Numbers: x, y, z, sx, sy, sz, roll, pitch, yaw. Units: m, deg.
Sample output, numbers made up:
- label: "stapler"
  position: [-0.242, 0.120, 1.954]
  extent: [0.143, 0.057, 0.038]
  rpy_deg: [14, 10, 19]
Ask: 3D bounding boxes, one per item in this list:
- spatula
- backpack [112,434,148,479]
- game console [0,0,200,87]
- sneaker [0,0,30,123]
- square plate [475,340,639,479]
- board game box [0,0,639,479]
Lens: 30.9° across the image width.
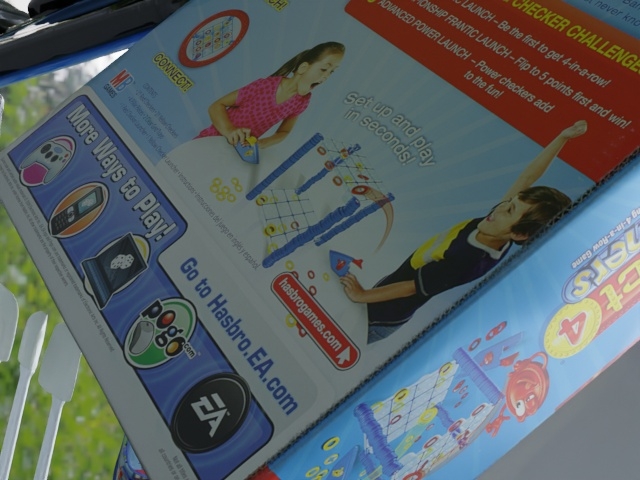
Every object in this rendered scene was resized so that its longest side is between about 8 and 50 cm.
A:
- label: "spatula"
  position: [-0.348, 0.190, 1.334]
  extent: [0.168, 0.019, 0.242]
  rpy_deg: [23, -77, 31]
- label: "backpack"
  position: [-0.095, 0.156, 0.901]
  extent: [0.173, 0.117, 0.158]
  rpy_deg: [119, -18, -63]
- label: "game console"
  position: [-0.147, -0.228, 0.780]
  extent: [0.293, 0.250, 0.173]
  rpy_deg: [-9, -69, 37]
- label: "sneaker"
  position: [-0.376, -0.095, 0.942]
  extent: [0.482, 0.202, 0.185]
  rpy_deg: [-69, -179, -45]
- label: "square plate"
  position: [0.228, 0.251, 0.849]
  extent: [0.347, 0.049, 0.344]
  rpy_deg: [-41, -112, -4]
- label: "board game box"
  position: [0.019, -0.039, 0.540]
  extent: [0.302, 0.086, 0.308]
  rpy_deg: [-39, -140, -3]
